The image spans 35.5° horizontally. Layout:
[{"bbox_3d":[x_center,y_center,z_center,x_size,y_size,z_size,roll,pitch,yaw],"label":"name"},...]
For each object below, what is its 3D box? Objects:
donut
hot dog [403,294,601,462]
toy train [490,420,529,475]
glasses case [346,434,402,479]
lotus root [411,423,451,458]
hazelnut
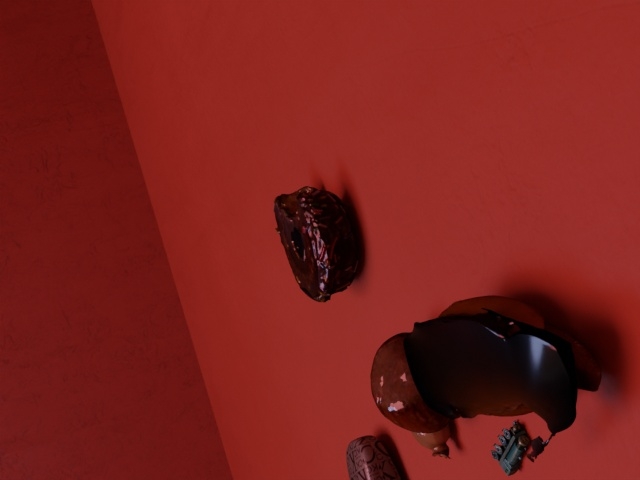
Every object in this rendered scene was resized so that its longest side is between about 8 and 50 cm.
[{"bbox_3d":[-0.001,0.000,1.801,0.216,0.095,0.230,71,161,4],"label":"donut"},{"bbox_3d":[0.240,0.153,1.239,0.326,0.107,0.194,13,127,58],"label":"hot dog"},{"bbox_3d":[0.264,0.288,1.382,0.045,0.029,0.092,54,152,30],"label":"toy train"},{"bbox_3d":[0.133,0.535,1.850,0.137,0.085,0.355,121,131,-66],"label":"glasses case"},{"bbox_3d":[0.168,0.284,1.594,0.073,0.062,0.150,111,141,-61],"label":"lotus root"},{"bbox_3d":[0.149,0.214,1.513,0.143,0.143,0.154,100,156,-51],"label":"hazelnut"}]
